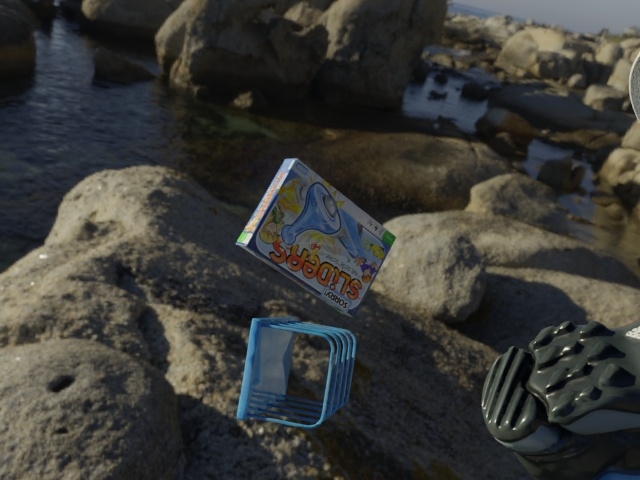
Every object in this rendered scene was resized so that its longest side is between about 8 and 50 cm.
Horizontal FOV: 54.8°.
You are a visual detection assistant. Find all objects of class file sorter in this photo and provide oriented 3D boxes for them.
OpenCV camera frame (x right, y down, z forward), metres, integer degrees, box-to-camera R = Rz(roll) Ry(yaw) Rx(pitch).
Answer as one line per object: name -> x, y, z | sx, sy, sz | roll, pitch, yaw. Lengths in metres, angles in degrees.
file sorter -> -0.022, 0.164, 0.789 | 0.104, 0.118, 0.170 | 7, -5, 14

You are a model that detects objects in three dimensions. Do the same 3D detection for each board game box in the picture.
board game box -> 0.000, 0.000, 0.848 | 0.201, 0.136, 0.035 | 35, -13, -29

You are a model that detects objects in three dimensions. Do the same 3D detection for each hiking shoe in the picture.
hiking shoe -> 0.265, 0.094, 0.400 | 0.304, 0.132, 0.113 | -24, 24, 28

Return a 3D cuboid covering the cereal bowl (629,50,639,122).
cereal bowl -> 0.570, -0.178, 0.754 | 0.339, 0.141, 0.339 | 43, -6, 6
